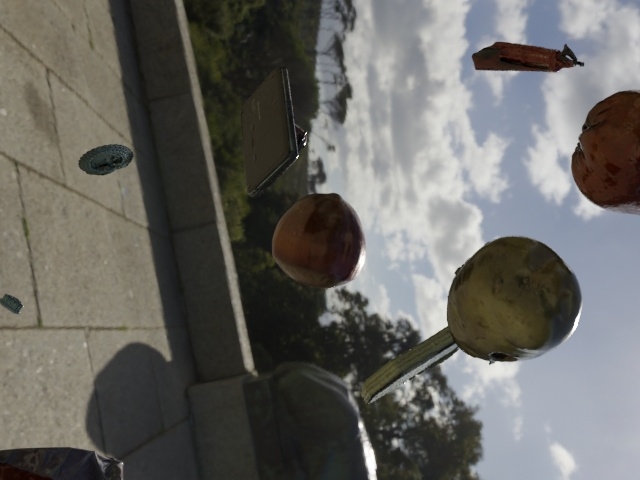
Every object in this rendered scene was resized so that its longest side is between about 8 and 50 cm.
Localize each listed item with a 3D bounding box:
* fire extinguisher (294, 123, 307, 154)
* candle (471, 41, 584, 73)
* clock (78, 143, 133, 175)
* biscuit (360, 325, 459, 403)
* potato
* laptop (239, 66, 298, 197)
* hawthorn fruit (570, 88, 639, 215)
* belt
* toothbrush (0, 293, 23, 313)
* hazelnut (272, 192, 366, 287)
[{"bbox_3d":[-0.067,-0.221,1.415,0.050,0.062,0.177,29,11,-30],"label":"fire extinguisher"},{"bbox_3d":[0.466,-0.411,1.533,0.059,0.084,0.302,31,-1,-38],"label":"candle"},{"bbox_3d":[-0.300,-0.113,0.943,0.083,0.074,0.010,68,-1,-76],"label":"clock"},{"bbox_3d":[0.202,0.266,1.474,0.052,0.252,0.150,56,-15,21],"label":"biscuit"},{"bbox_3d":[0.298,0.103,1.081,0.191,0.141,0.296,52,-31,13],"label":"potato"},{"bbox_3d":[-0.099,-0.202,1.243,0.154,0.026,0.207,-38,-129,45],"label":"laptop"},{"bbox_3d":[0.576,-0.142,1.176,0.224,0.261,0.224,23,90,-79],"label":"hawthorn fruit"},{"bbox_3d":[-0.386,0.352,0.819,0.227,0.324,0.115,78,-3,-52],"label":"belt"},{"bbox_3d":[-0.554,0.046,1.036,0.219,0.019,0.016,36,17,-8],"label":"toothbrush"},{"bbox_3d":[0.000,0.000,1.415,0.176,0.214,0.214,-5,81,-62],"label":"hazelnut"}]
